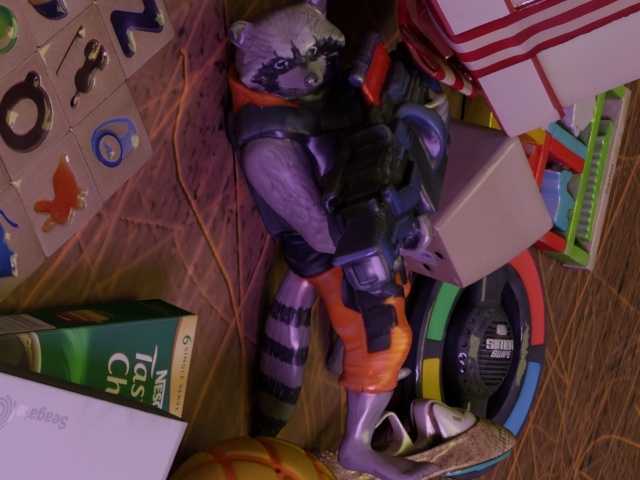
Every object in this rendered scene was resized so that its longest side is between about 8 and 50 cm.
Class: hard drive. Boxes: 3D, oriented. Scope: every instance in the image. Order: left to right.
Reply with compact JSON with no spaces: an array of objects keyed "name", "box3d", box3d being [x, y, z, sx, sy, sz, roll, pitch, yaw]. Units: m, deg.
[{"name":"hard drive","box3d":[-0.200,0.224,0.866,0.203,0.040,0.307,26,85,-55]}]

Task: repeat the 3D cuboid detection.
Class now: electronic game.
[{"name":"electronic game","box3d":[0.140,0.097,1.361,0.229,0.048,0.229,-13,106,-53]}]

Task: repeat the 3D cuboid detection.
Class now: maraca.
[{"name":"maraca","box3d":[-0.031,0.179,1.029,0.186,0.127,0.099,2,96,-54]}]

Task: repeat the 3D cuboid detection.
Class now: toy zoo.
[{"name":"toy zoo","box3d":[0.201,-0.099,1.427,0.293,0.030,0.192,25,76,-53]}]

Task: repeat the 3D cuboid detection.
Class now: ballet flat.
[{"name":"ballet flat","box3d":[0.074,0.163,1.232,0.206,0.073,0.067,-16,100,-37]}]

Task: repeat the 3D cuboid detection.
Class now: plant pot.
[{"name":"plant pot","box3d":[0.105,-0.027,1.249,0.096,0.109,0.109,-48,134,-23]}]

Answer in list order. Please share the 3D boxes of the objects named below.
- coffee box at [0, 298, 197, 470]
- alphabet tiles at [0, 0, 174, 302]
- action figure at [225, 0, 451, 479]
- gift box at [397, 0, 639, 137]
[{"name":"coffee box","box3d":[-0.154,0.098,0.943,0.184,0.040,0.113,-1,104,-55]},{"name":"alphabet tiles","box3d":[-0.208,-0.102,0.868,0.342,0.011,0.285,-49,134,-38]},{"name":"action figure","box3d":[0.000,0.000,1.047,0.341,0.178,0.330,-61,141,-68]},{"name":"gift box","box3d":[0.152,-0.263,1.090,0.276,0.258,0.255,51,21,-50]}]
